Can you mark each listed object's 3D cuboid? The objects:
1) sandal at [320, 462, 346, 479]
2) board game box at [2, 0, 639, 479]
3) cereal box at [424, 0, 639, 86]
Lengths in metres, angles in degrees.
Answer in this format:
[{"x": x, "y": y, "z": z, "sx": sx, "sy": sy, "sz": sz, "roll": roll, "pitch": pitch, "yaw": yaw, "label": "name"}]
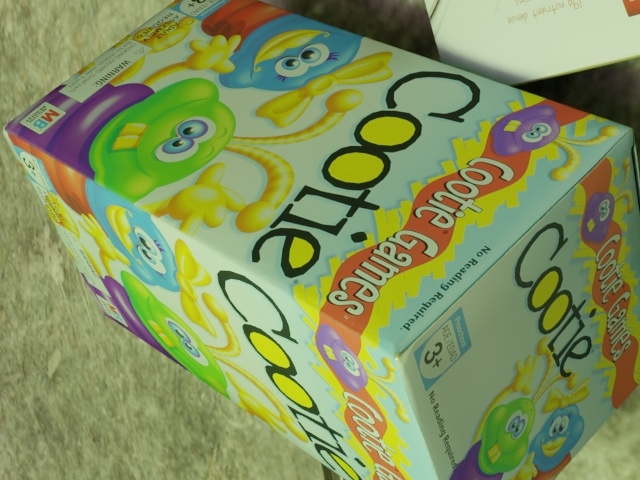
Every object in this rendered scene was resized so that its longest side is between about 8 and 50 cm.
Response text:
[{"x": 0.046, "y": 0.138, "z": 0.686, "sx": 0.060, "sy": 0.090, "sz": 0.219, "roll": -17, "pitch": 86, "yaw": 30, "label": "sandal"}, {"x": 0.000, "y": 0.000, "z": 0.578, "sx": 0.275, "sy": 0.142, "sz": 0.144, "roll": 27, "pitch": 149, "yaw": 41, "label": "board game box"}, {"x": 0.092, "y": -0.188, "z": 0.488, "sx": 0.173, "sy": 0.047, "sz": 0.240, "roll": -8, "pitch": 100, "yaw": 53, "label": "cereal box"}]
